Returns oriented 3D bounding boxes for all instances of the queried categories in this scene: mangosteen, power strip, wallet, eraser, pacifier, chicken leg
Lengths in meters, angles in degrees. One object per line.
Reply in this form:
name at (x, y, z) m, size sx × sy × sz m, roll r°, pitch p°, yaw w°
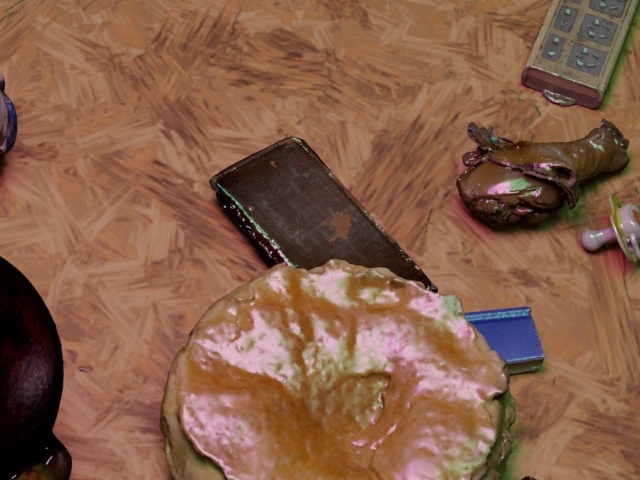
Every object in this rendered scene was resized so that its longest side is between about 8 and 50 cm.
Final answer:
mangosteen at (-0.338, 0.135, 1.515) m, size 0.313 × 0.297 × 0.297 m, roll 27°, pitch 49°, yaw -28°
power strip at (0.301, -0.254, 2.001) m, size 0.092 × 0.034 × 0.268 m, roll 20°, pitch 55°, yaw 8°
wallet at (0.000, 0.000, 1.789) m, size 0.122 × 0.031 × 0.232 m, roll -30°, pitch 67°, yaw -26°
eraser at (0.166, 0.098, 1.740) m, size 0.085 × 0.027 × 0.063 m, roll -6°, pitch 55°, yaw -10°
pacifier at (0.294, -0.005, 1.822) m, size 0.064 × 0.068 × 0.083 m, roll -21°, pitch 32°, yaw 20°
chicken leg at (0.233, -0.074, 1.843) m, size 0.196 × 0.080 × 0.125 m, roll -8°, pitch 43°, yaw -13°

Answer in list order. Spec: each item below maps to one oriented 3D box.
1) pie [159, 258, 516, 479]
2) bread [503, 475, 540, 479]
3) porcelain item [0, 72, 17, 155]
pie at (0.015, 0.161, 1.632) m, size 0.340 × 0.083 × 0.339 m, roll 1°, pitch 61°, yaw -1°
bread at (0.187, 0.371, 1.465) m, size 0.277 × 0.167 × 0.324 m, roll 29°, pitch 48°, yaw 14°
porcelain item at (-0.444, -0.131, 1.771) m, size 0.288 × 0.138 × 0.186 m, roll -4°, pitch 45°, yaw -11°
